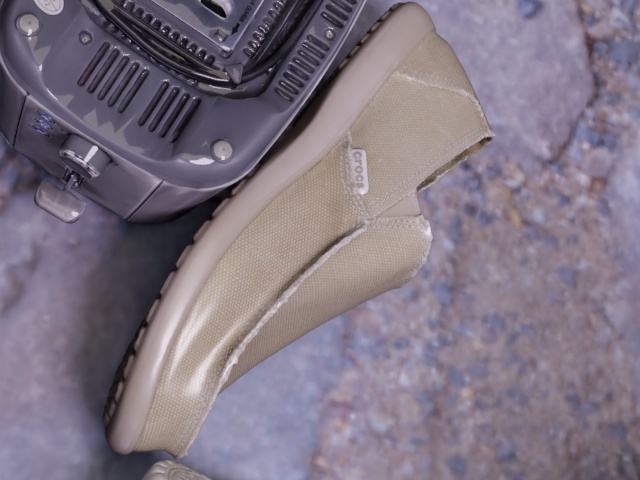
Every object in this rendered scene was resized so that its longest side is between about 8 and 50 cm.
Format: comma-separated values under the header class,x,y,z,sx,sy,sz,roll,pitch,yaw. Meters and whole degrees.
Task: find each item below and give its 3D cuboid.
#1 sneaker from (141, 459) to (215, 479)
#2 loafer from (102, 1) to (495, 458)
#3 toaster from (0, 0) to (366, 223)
class,x,y,z,sx,sy,sz,roll,pitch,yaw
sneaker,-0.038,0.163,0.600,0.152,0.058,0.085,32,98,-35
loafer,0.000,0.000,0.626,0.092,0.102,0.268,37,67,-2
toaster,-0.059,-0.112,0.607,0.129,0.146,0.227,32,69,-11
